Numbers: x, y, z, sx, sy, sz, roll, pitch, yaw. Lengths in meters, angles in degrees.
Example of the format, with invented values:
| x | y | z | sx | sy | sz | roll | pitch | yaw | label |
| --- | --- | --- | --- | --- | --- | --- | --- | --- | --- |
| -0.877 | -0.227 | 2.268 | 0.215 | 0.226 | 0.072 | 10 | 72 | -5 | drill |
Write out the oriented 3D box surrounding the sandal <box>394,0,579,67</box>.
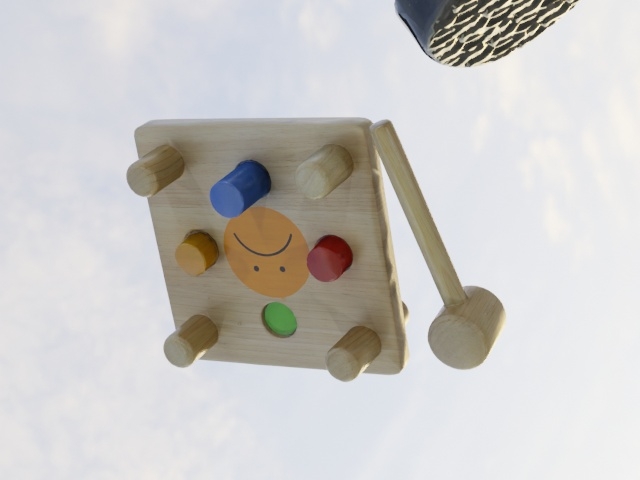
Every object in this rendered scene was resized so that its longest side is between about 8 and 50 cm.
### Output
| x | y | z | sx | sy | sz | roll | pitch | yaw | label |
| --- | --- | --- | --- | --- | --- | --- | --- | --- | --- |
| 0.202 | -0.282 | 0.837 | 0.167 | 0.446 | 0.107 | 9 | -135 | -58 | sandal |

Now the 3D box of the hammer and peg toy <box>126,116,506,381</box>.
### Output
| x | y | z | sx | sy | sz | roll | pitch | yaw | label |
| --- | --- | --- | --- | --- | --- | --- | --- | --- | --- |
| 0.000 | 0.000 | 1.347 | 0.127 | 0.361 | 0.266 | -41 | -54 | -54 | hammer and peg toy |
